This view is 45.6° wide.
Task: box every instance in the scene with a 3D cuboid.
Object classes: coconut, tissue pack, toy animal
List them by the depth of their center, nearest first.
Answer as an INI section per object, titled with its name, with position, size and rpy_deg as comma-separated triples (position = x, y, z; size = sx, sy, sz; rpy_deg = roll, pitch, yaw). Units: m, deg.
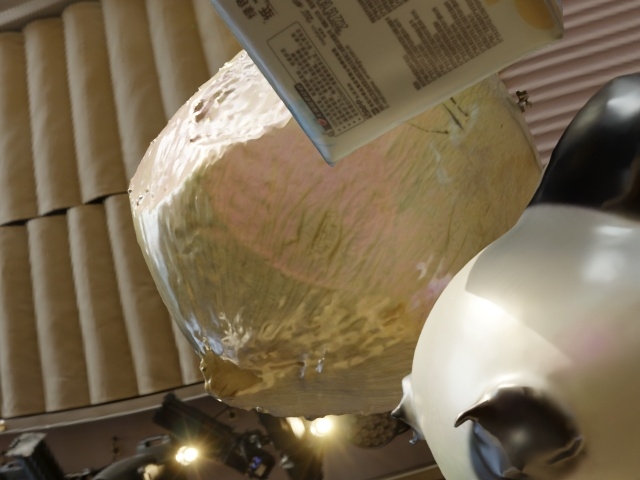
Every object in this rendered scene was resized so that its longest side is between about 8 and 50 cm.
[tissue pack]
position = 0.015, -0.192, 0.436
size = 0.159, 0.145, 0.229
rpy_deg = -27, -68, 28
[toy animal]
position = 0.193, 0.042, 0.437
size = 0.310, 0.251, 0.251
rpy_deg = -38, -108, -12
[coconut]
position = 0.000, 0.000, 0.754
size = 0.405, 0.405, 0.404
rpy_deg = -2, -95, 21
